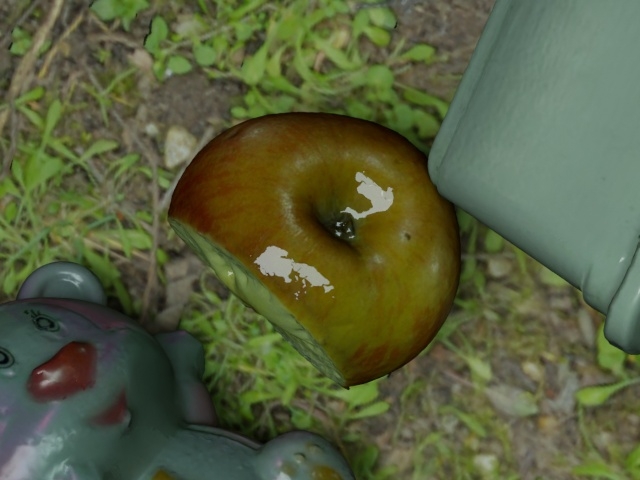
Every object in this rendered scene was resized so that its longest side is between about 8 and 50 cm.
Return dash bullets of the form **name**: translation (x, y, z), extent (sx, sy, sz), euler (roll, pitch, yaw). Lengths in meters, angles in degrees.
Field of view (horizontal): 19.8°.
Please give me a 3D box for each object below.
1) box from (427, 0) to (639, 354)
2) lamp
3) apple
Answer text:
- **box**: translation (0.203, -0.112, 1.098), extent (0.182, 0.175, 0.312), euler (33, 110, 26)
- **lamp**: translation (-0.147, 0.175, 1.289), extent (0.301, 0.247, 0.247), euler (32, 149, 6)
- **apple**: translation (0.000, 0.000, 1.197), extent (0.195, 0.160, 0.173), euler (46, 153, 2)
